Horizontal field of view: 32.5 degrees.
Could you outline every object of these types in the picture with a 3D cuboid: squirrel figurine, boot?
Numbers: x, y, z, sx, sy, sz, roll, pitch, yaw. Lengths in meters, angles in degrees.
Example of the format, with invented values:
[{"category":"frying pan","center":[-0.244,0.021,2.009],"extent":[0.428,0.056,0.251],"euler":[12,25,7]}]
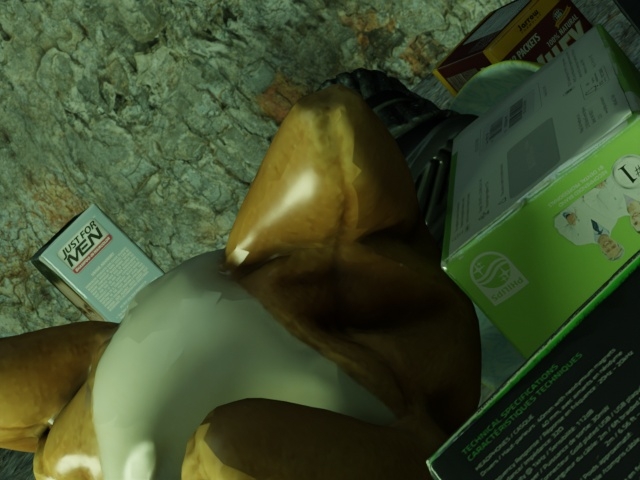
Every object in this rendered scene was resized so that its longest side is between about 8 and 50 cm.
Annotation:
[{"category":"squirrel figurine","center":[0.019,0.203,0.555],"extent":[0.281,0.397,0.370],"euler":[-30,51,6]},{"category":"boot","center":[0.003,0.002,0.971],"extent":[0.348,0.131,0.260],"euler":[-44,30,-8]}]

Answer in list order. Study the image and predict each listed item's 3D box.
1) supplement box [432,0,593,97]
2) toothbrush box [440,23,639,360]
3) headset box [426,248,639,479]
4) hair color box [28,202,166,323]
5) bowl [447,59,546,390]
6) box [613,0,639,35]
[{"category":"supplement box","center":[0.287,-0.212,1.465],"extent":[0.129,0.191,0.194],"euler":[-46,11,-11]},{"category":"toothbrush box","center":[0.204,0.040,0.611],"extent":[0.122,0.283,0.206],"euler":[-40,12,21]},{"category":"headset box","center":[0.226,0.100,0.369],"extent":[0.246,0.283,0.131],"euler":[-44,27,1]},{"category":"hair color box","center":[-0.263,0.120,1.671],"extent":[0.113,0.374,0.185],"euler":[-47,12,-17]},{"category":"bowl","center":[0.225,-0.013,0.966],"extent":[0.156,0.289,0.289],"euler":[-2,-5,-23]},{"category":"box","center":[0.464,-0.387,1.138],"extent":[0.395,0.293,0.212],"euler":[-37,-2,24]}]
